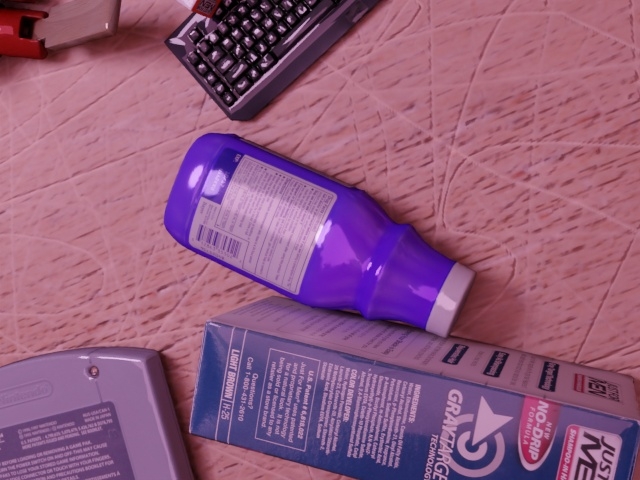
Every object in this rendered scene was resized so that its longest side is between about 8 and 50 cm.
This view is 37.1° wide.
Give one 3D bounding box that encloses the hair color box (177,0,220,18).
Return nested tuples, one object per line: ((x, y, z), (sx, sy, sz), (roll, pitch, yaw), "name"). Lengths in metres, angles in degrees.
((-0.101, -0.285, 0.875), (0.072, 0.043, 0.141), (35, 103, 14), "hair color box")

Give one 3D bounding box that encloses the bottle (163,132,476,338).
((0.000, 0.000, 0.869), (0.283, 0.092, 0.118), (24, 100, 13), "bottle")

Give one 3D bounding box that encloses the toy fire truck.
((-0.305, -0.269, 0.926), (0.246, 0.158, 0.217), (7, 101, -4), "toy fire truck")

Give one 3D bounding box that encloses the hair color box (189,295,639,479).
((0.084, 0.140, 0.812), (0.347, 0.174, 0.105), (11, 97, 15), "hair color box")

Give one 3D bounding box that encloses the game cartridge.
((-0.279, 0.217, 0.984), (0.294, 0.060, 0.196), (-16, 93, 16), "game cartridge")

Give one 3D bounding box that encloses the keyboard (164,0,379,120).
((-0.027, -0.283, 0.892), (0.317, 0.033, 0.201), (-42, 82, 13), "keyboard")
